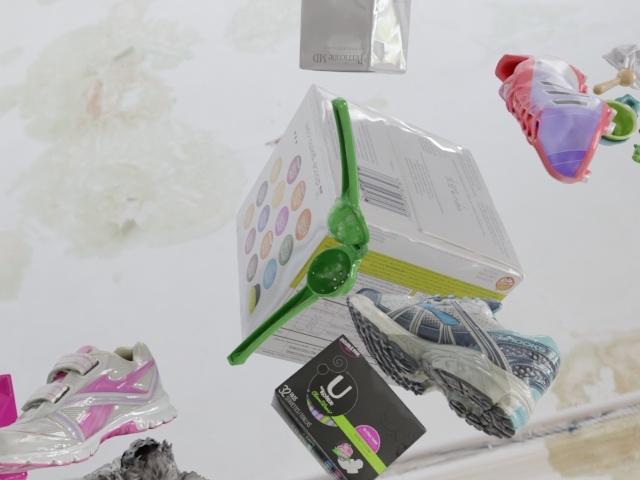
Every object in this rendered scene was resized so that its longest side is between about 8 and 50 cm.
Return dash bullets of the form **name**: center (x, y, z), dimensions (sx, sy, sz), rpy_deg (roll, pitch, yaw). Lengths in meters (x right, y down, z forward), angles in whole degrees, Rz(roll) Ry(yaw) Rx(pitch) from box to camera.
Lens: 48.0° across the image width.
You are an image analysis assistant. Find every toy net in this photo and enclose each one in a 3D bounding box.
- **toy net**: center (0.462, -0.215, 1.056), dimensions (0.122, 0.045, 0.232), rpy_deg (22, -118, 5)

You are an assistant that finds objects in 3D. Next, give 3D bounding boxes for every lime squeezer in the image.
- **lime squeezer**: center (0.000, 0.000, 0.733), dimensions (0.110, 0.310, 0.059), rpy_deg (11, -150, -24)

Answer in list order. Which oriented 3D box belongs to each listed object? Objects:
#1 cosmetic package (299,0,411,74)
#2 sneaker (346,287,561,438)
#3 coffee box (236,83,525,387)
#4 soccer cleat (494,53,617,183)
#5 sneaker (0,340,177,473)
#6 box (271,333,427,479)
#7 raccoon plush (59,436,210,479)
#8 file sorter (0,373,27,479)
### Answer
- **cosmetic package**: center (0.044, -0.319, 0.864), dimensions (0.117, 0.231, 0.086), rpy_deg (12, -165, 39)
- **sneaker**: center (0.144, 0.114, 0.814), dimensions (0.122, 0.110, 0.283), rpy_deg (-38, -143, -20)
- **coffee box**: center (0.074, 0.005, 1.246), dimensions (0.338, 0.334, 0.337), rpy_deg (17, -141, -24)
- **soccer cleat**: center (0.214, -0.124, 0.689), dimensions (0.095, 0.083, 0.248), rpy_deg (19, -150, 3)
- **sneaker**: center (-0.269, 0.175, 0.778), dimensions (0.103, 0.252, 0.111), rpy_deg (-16, -93, 28)
- **box**: center (0.017, 0.117, 0.478), dimensions (0.062, 0.052, 0.083), rpy_deg (-37, -105, -19)
- **raccoon plush**: center (-0.175, 0.441, 0.928), dimensions (0.446, 0.299, 0.216), rpy_deg (41, -112, 6)
- **file sorter**: center (-0.698, 0.390, 1.281), dimensions (0.291, 0.182, 0.202), rpy_deg (-5, -123, -30)
